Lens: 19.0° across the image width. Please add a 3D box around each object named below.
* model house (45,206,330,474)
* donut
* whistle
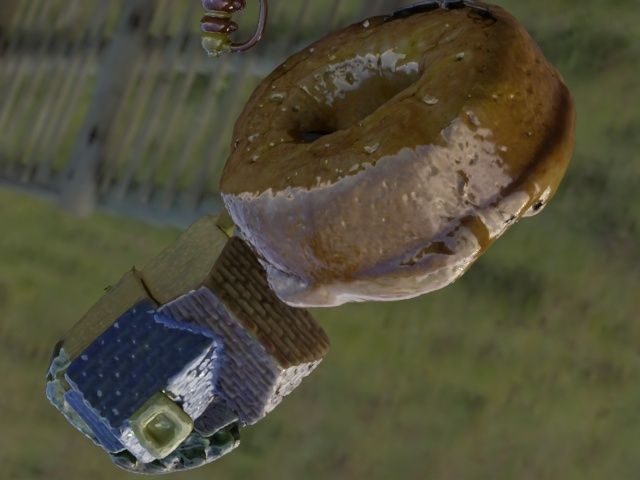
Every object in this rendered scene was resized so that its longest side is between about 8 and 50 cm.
[{"bbox_3d":[-0.142,0.156,2.277,0.261,0.321,0.266,49,174,-14],"label":"model house"},{"bbox_3d":[0.061,-0.080,1.678,0.150,0.317,0.299,52,-178,-30],"label":"donut"},{"bbox_3d":[-0.076,-0.214,1.678,0.057,0.109,0.046,1,-175,-8],"label":"whistle"}]
